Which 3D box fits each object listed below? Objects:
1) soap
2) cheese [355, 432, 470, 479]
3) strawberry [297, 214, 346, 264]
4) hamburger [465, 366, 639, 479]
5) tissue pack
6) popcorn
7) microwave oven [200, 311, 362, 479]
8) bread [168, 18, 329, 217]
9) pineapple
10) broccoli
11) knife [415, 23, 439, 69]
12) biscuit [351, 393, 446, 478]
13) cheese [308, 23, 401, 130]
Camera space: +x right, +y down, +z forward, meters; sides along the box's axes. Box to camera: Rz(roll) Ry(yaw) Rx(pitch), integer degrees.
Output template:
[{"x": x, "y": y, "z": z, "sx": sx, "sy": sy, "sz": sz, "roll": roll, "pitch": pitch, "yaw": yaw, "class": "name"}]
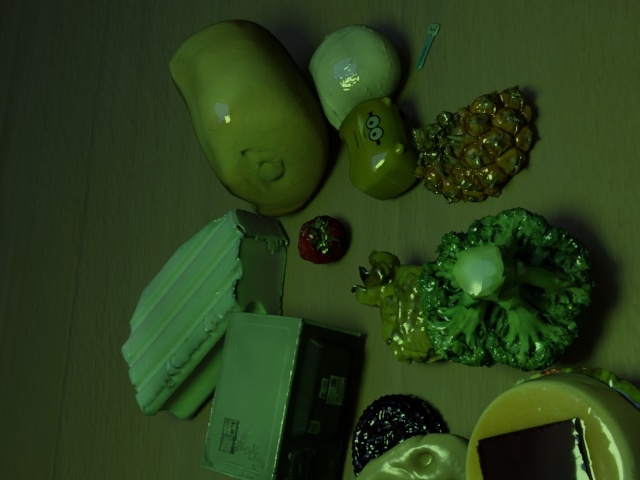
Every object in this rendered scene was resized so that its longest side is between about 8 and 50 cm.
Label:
[{"x": -0.244, "y": 0.146, "z": 1.894, "sx": 0.446, "sy": 0.156, "sz": 0.261, "roll": -50, "pitch": 45, "yaw": 23, "class": "soap"}, {"x": 0.163, "y": 0.397, "z": 1.344, "sx": 0.218, "sy": 0.117, "sz": 0.235, "roll": 26, "pitch": 97, "yaw": 25, "class": "cheese"}, {"x": 0.001, "y": 0.001, "z": 1.736, "sx": 0.106, "sy": 0.106, "sz": 0.106, "roll": -20, "pitch": 62, "yaw": 42, "class": "strawberry"}, {"x": 0.339, "y": 0.316, "z": 1.185, "sx": 0.302, "sy": 0.170, "sz": 0.301, "roll": -15, "pitch": 68, "yaw": 44, "class": "hamburger"}, {"x": 0.117, "y": -0.175, "z": 1.645, "sx": 0.127, "sy": 0.123, "sz": 0.178, "roll": -35, "pitch": 52, "yaw": 34, "class": "tissue pack"}, {"x": 0.151, "y": 0.114, "z": 1.494, "sx": 0.195, "sy": 0.174, "sz": 0.168, "roll": 23, "pitch": 114, "yaw": 40, "class": "popcorn"}, {"x": -0.065, "y": 0.294, "z": 1.624, "sx": 0.238, "sy": 0.181, "sz": 0.295, "roll": 0, "pitch": 76, "yaw": 46, "class": "microwave oven"}, {"x": -0.139, "y": -0.273, "z": 1.828, "sx": 0.253, "sy": 0.348, "sz": 0.376, "roll": -34, "pitch": 46, "yaw": 4, "class": "bread"}, {"x": 0.244, "y": -0.146, "z": 1.476, "sx": 0.250, "sy": 0.164, "sz": 0.139, "roll": -42, "pitch": 56, "yaw": 25, "class": "pineapple"}, {"x": 0.262, "y": 0.074, "z": 1.286, "sx": 0.270, "sy": 0.270, "sz": 0.269, "roll": -6, "pitch": 75, "yaw": 23, "class": "broccoli"}, {"x": 0.204, "y": -0.375, "z": 1.713, "sx": 0.027, "sy": 0.010, "sz": 0.096, "roll": 24, "pitch": 94, "yaw": 49, "class": "knife"}, {"x": 0.130, "y": 0.350, "z": 1.485, "sx": 0.195, "sy": 0.053, "sz": 0.194, "roll": -19, "pitch": 62, "yaw": 42, "class": "biscuit"}, {"x": 0.066, "y": -0.331, "z": 1.742, "sx": 0.189, "sy": 0.154, "sz": 0.198, "roll": -39, "pitch": 50, "yaw": 25, "class": "cheese"}]
